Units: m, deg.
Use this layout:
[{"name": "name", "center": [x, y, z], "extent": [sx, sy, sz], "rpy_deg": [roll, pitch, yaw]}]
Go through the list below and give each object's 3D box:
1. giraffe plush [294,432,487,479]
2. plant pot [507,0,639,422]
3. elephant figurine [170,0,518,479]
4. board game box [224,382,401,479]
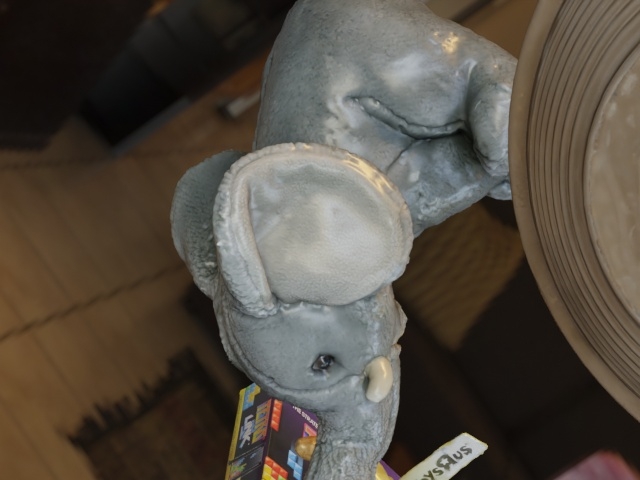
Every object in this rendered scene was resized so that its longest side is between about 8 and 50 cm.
[{"name": "giraffe plush", "center": [0.027, 0.229, 0.998], "extent": [0.181, 0.210, 0.170], "rpy_deg": [20, 37, -13]}, {"name": "plant pot", "center": [0.156, -0.023, 0.575], "extent": [0.237, 0.237, 0.110], "rpy_deg": [56, 30, 10]}, {"name": "elephant figurine", "center": [0.000, 0.000, 0.905], "extent": [0.186, 0.239, 0.169], "rpy_deg": [33, -14, 26]}, {"name": "board game box", "center": [0.001, 0.204, 1.430], "extent": [0.170, 0.048, 0.141], "rpy_deg": [44, 31, -25]}]
